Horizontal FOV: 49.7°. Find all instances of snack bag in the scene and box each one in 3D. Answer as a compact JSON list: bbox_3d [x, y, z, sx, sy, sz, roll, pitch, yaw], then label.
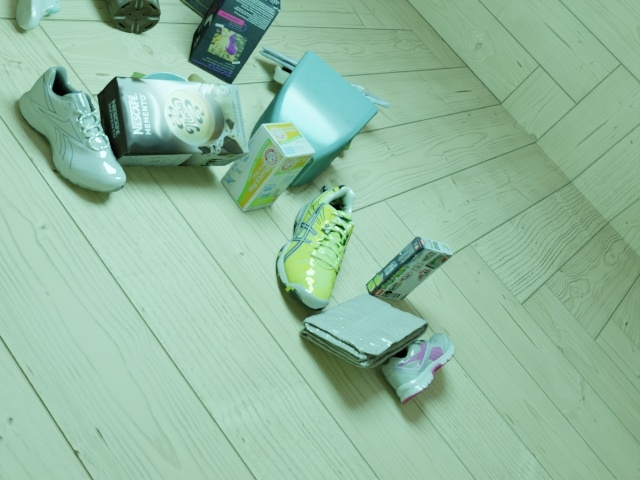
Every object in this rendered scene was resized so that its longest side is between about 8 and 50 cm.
[{"bbox_3d":[0.025,-0.503,2.140,0.342,0.037,0.323,8,20,-46],"label":"snack bag"}]

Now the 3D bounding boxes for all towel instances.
[{"bbox_3d":[0.103,0.194,1.554,0.187,0.049,0.282,25,24,28],"label":"towel"}]

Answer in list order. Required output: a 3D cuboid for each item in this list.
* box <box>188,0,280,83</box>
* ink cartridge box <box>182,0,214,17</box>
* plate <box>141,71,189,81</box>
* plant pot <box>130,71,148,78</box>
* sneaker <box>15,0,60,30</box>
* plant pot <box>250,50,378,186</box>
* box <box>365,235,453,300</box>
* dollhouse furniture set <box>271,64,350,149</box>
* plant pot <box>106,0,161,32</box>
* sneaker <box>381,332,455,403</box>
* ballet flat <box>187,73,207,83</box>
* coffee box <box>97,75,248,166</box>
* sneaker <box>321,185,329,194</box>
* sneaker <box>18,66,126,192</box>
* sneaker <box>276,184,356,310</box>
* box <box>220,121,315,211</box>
[{"bbox_3d":[-0.239,-0.606,1.929,0.143,0.270,0.165,25,39,-24],"label":"box"},{"bbox_3d":[-0.309,-0.768,2.192,0.193,0.088,0.235,37,34,-12],"label":"ink cartridge box"},{"bbox_3d":[-0.364,-0.302,1.629,0.188,0.024,0.188,2,85,-25],"label":"plate"},{"bbox_3d":[-0.423,-0.370,1.675,0.079,0.083,0.083,24,37,-7],"label":"plant pot"},{"bbox_3d":[-0.662,-0.560,1.638,0.094,0.080,0.212,27,35,-42],"label":"sneaker"},{"bbox_3d":[-0.047,-0.293,1.830,0.247,0.248,0.252,40,51,-6],"label":"plant pot"},{"bbox_3d":[0.220,0.074,1.725,0.114,0.207,0.036,14,44,-36],"label":"box"},{"bbox_3d":[-0.019,-0.413,2.130,0.301,0.151,0.197,24,15,1],"label":"dollhouse furniture set"},{"bbox_3d":[-0.499,-0.652,1.827,0.167,0.167,0.165,3,58,-44],"label":"plant pot"},{"bbox_3d":[0.228,0.270,1.618,0.111,0.103,0.252,49,34,6],"label":"sneaker"},{"bbox_3d":[-0.294,-0.334,1.763,0.073,0.080,0.232,-23,69,-37],"label":"ballet flat"},{"bbox_3d":[-0.323,-0.257,1.531,0.297,0.119,0.168,-6,84,-39],"label":"coffee box"},{"bbox_3d":[0.028,-0.123,1.892,0.032,0.037,0.083,9,45,-37],"label":"sneaker"},{"bbox_3d":[-0.493,-0.222,1.395,0.297,0.129,0.111,49,33,6],"label":"sneaker"},{"bbox_3d":[0.000,0.000,1.638,0.145,0.147,0.385,31,37,-20],"label":"sneaker"},{"bbox_3d":[-0.127,-0.176,1.646,0.114,0.203,0.103,-17,66,-52],"label":"box"}]
